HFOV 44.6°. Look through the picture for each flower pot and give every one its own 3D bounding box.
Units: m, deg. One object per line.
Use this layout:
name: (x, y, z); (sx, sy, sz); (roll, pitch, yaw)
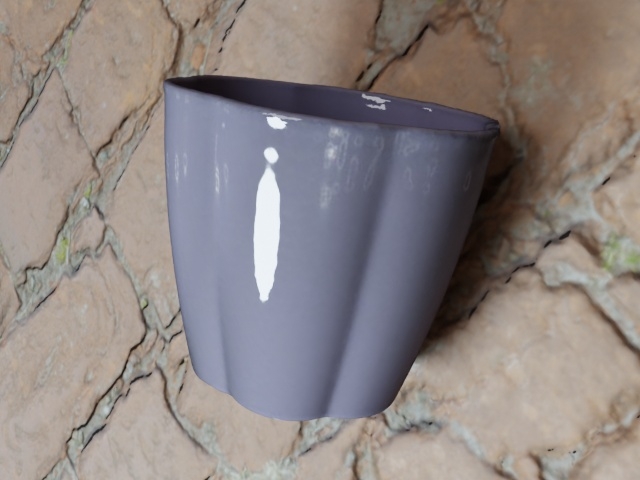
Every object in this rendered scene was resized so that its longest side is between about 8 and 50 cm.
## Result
flower pot: (0.000, 0.000, 0.640); (0.265, 0.265, 0.243); (21, 113, 38)
